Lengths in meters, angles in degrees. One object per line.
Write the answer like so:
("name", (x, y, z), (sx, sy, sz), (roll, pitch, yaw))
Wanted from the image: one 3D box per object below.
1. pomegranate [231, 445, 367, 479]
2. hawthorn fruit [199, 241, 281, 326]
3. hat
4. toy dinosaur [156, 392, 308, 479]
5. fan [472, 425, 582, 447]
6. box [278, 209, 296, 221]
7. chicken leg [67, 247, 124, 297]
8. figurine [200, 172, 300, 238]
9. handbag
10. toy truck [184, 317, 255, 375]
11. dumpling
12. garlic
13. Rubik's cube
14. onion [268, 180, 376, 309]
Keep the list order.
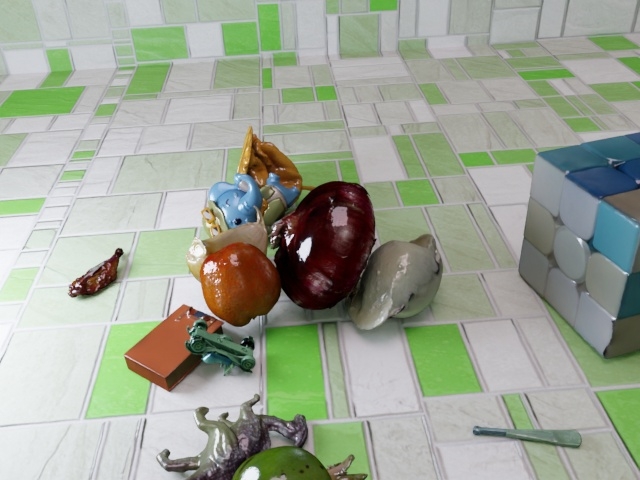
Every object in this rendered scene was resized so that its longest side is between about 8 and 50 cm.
("pomegranate", (-0.032, 0.408, 1.021), (0.224, 0.181, 0.181), (-2, 28, -36))
("hawthorn fruit", (-0.177, 0.094, 1.412), (0.189, 0.189, 0.189), (-2, 34, 1))
("hat", (-0.119, -0.182, 1.883), (0.233, 0.233, 0.244), (12, 74, -14))
("toy dinosaur", (-0.157, 0.362, 1.163), (0.294, 0.077, 0.162), (-28, 41, -33))
("fan", (0.378, 0.356, 1.192), (0.193, 0.016, 0.038), (4, 32, 7))
("box", (-0.022, -0.019, 1.710), (0.200, 0.088, 0.146), (12, 36, 20))
("chicken leg", (-0.557, 0.080, 1.639), (0.093, 0.053, 0.205), (5, 28, 37))
("figurine", (-0.195, -0.093, 1.728), (0.262, 0.180, 0.154), (-40, 24, -3))
("handbag", (-0.307, 0.225, 1.397), (0.127, 0.062, 0.190), (19, 43, 28))
("toy truck", (-0.211, 0.230, 1.346), (0.154, 0.078, 0.080), (23, 22, -17))
("dumpling", (0.154, 0.091, 1.495), (0.243, 0.175, 0.227), (-12, 2, -43))
("garlic", (-0.214, 0.032, 1.584), (0.145, 0.164, 0.245), (2, 25, 37))
("Rubik's cube", (0.684, -0.005, 1.417), (0.344, 0.346, 0.346), (-12, 36, -15))
("onion", (0.000, 0.000, 1.481), (0.232, 0.314, 0.314), (28, 30, -16))
